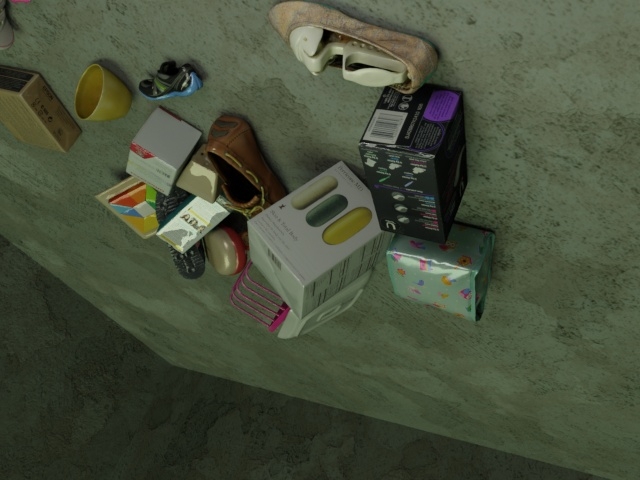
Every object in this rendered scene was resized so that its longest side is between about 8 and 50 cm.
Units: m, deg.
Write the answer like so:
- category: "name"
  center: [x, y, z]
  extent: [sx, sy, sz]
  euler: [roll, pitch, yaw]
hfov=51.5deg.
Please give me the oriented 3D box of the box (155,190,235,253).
- category: "box"
  center: [-0.341, -0.071, 1.843]
  extent: [0.244, 0.060, 0.100]
  euler: [-37, 118, 27]

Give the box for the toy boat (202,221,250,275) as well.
- category: "toy boat"
  center: [-0.258, 0.012, 1.974]
  extent: [0.231, 0.151, 0.150]
  euler: [-148, 47, -65]

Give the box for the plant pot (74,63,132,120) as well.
- category: "plant pot"
  center: [-0.507, -0.339, 1.577]
  extent: [0.134, 0.134, 0.095]
  euler: [-1, 171, 43]

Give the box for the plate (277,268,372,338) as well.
- category: "plate"
  center: [0.018, 0.192, 1.915]
  extent: [0.045, 0.278, 0.277]
  euler: [57, 158, 15]

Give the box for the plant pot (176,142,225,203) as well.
- category: "plant pot"
  center: [-0.289, -0.180, 1.686]
  extent: [0.109, 0.109, 0.096]
  euler: [27, 141, -2]

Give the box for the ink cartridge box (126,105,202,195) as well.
- category: "ink cartridge box"
  center: [-0.396, -0.220, 1.669]
  extent: [0.128, 0.127, 0.176]
  euler: [31, 153, -9]

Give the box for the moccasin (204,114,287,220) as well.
- category: "moccasin"
  center: [-0.177, -0.128, 1.620]
  extent: [0.139, 0.147, 0.380]
  euler: [16, 152, 21]

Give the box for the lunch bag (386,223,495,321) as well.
- category: "lunch bag"
  center: [0.286, 0.079, 1.575]
  extent: [0.224, 0.160, 0.262]
  euler: [14, 146, 22]

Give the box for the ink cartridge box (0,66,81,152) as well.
- category: "ink cartridge box"
  center: [-0.804, -0.360, 1.826]
  extent: [0.193, 0.088, 0.234]
  euler: [16, 153, 22]

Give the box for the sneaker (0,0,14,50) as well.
- category: "sneaker"
  center: [-0.752, -0.521, 1.468]
  extent: [0.111, 0.103, 0.252]
  euler: [17, 153, 21]

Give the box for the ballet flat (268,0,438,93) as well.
- category: "ballet flat"
  center: [0.038, -0.322, 1.119]
  extent: [0.316, 0.106, 0.107]
  euler: [18, 153, 17]

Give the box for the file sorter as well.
- category: "file sorter"
  center: [-0.139, 0.113, 1.974]
  extent: [0.182, 0.202, 0.290]
  euler: [32, 154, -4]

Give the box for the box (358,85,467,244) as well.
- category: "box"
  center: [0.183, -0.141, 1.252]
  extent: [0.143, 0.165, 0.270]
  euler: [13, 151, 23]

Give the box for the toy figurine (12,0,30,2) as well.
- category: "toy figurine"
  center: [-0.619, -0.551, 1.325]
  extent: [0.173, 0.130, 0.159]
  euler: [-15, 152, 20]

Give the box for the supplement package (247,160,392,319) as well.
- category: "supplement package"
  center: [0.000, 0.000, 1.501]
  extent: [0.199, 0.263, 0.198]
  euler: [49, 160, 19]

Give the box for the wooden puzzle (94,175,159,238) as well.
- category: "wooden puzzle"
  center: [-0.533, -0.102, 2.020]
  extent: [0.239, 0.044, 0.221]
  euler: [-20, 133, 25]

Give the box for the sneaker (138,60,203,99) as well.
- category: "sneaker"
  center: [-0.333, -0.354, 1.458]
  extent: [0.188, 0.067, 0.078]
  euler: [3, 125, 41]

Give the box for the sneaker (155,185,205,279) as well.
- category: "sneaker"
  center: [-0.421, -0.046, 1.988]
  extent: [0.112, 0.131, 0.318]
  euler: [-10, 114, -6]
